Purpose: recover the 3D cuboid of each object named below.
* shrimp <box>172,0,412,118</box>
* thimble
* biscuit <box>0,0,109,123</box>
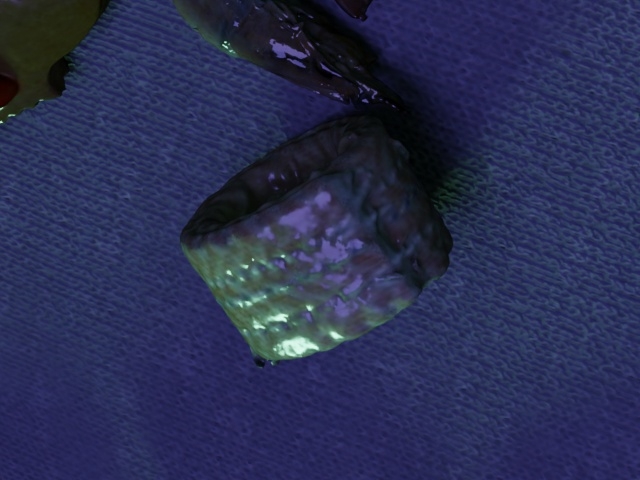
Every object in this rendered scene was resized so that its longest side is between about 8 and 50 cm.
[{"bbox_3d":[-0.015,-0.205,1.507,0.254,0.059,0.145,26,114,15],"label":"shrimp"},{"bbox_3d":[0.000,-0.002,1.518,0.229,0.196,0.148,-19,112,46],"label":"thimble"},{"bbox_3d":[-0.401,-0.239,1.569,0.368,0.076,0.394,-24,121,22],"label":"biscuit"}]
